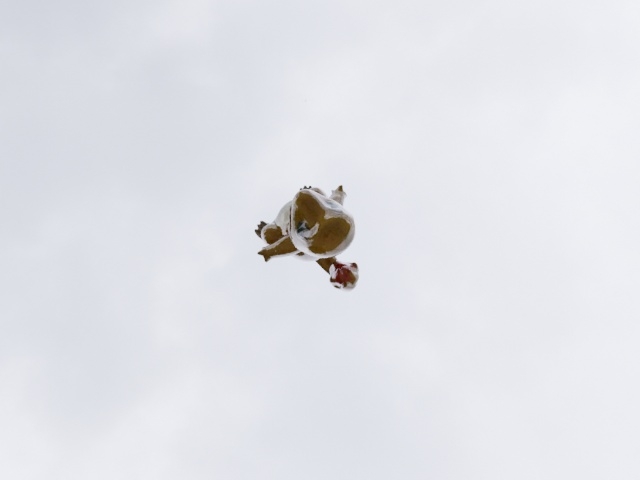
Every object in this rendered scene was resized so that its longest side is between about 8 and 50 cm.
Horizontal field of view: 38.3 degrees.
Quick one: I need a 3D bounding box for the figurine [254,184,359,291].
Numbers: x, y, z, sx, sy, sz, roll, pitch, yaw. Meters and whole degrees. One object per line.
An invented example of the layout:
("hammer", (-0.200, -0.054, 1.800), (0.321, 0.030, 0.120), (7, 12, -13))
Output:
("figurine", (0.002, 0.003, 0.985), (0.121, 0.176, 0.122), (-37, -86, -9))
